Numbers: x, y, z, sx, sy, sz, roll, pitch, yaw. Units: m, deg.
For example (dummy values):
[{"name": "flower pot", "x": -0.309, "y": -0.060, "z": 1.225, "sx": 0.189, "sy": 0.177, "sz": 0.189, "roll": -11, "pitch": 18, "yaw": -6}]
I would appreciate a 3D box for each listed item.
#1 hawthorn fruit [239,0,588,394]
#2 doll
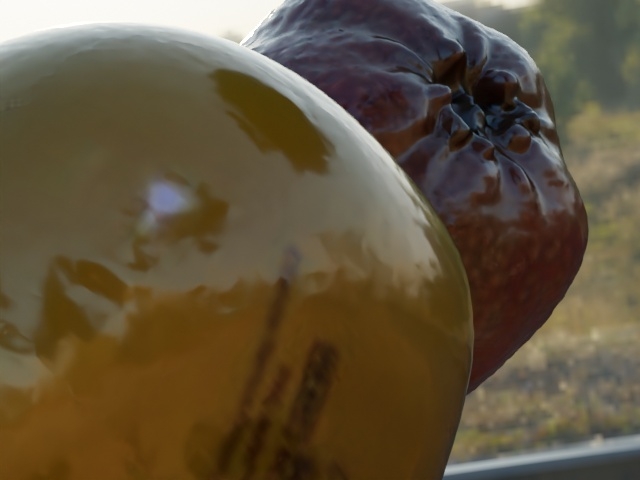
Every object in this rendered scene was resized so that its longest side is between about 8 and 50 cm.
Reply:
[{"name": "hawthorn fruit", "x": 0.000, "y": 0.000, "z": 0.857, "sx": 0.205, "sy": 0.205, "sz": 0.253, "roll": -14, "pitch": -19, "yaw": -48}, {"name": "doll", "x": -0.081, "y": 0.036, "z": 0.555, "sx": 0.213, "sy": 0.213, "sz": 0.236, "roll": -12, "pitch": 16, "yaw": -39}]
